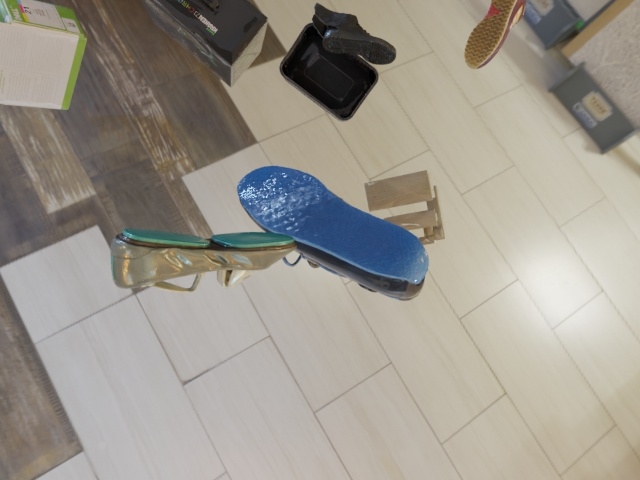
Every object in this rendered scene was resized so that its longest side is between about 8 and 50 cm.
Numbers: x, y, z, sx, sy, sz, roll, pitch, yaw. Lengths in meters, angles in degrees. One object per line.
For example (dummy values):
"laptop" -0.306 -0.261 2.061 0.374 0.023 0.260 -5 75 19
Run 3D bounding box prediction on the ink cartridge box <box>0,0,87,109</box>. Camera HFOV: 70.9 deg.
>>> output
"ink cartridge box" -0.605 -0.358 0.844 0.255 0.189 0.097 -8 60 -46

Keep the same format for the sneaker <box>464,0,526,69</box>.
"sneaker" 0.352 -0.421 0.875 0.084 0.185 0.069 -5 38 -48

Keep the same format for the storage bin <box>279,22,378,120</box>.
"storage bin" 0.018 -0.343 0.934 0.180 0.084 0.122 35 102 -6

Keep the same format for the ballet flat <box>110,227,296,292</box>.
"ballet flat" -0.124 0.024 0.507 0.213 0.072 0.068 1 103 -38

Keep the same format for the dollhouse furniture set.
"dollhouse furniture set" 0.180 -0.059 0.929 0.123 0.151 0.144 -10 93 21

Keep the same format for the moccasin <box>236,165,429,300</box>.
"moccasin" 0.000 0.000 0.689 0.342 0.116 0.138 35 68 31

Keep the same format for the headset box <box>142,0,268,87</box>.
"headset box" -0.260 -0.497 1.013 0.246 0.283 0.131 38 91 -13

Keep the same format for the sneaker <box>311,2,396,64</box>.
"sneaker" 0.064 -0.395 0.857 0.170 0.051 0.089 11 61 -4
